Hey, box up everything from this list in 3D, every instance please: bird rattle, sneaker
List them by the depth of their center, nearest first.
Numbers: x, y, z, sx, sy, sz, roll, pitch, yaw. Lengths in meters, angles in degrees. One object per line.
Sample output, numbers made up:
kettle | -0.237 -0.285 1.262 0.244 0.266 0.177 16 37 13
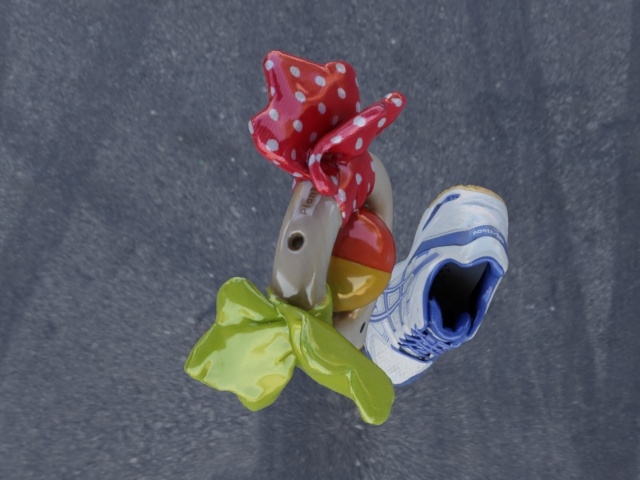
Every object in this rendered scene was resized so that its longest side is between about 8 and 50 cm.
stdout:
bird rattle | 0.000 0.000 0.598 0.143 0.207 0.253 3 84 19
sneaker | 0.119 0.080 0.922 0.112 0.296 0.131 14 38 -7
